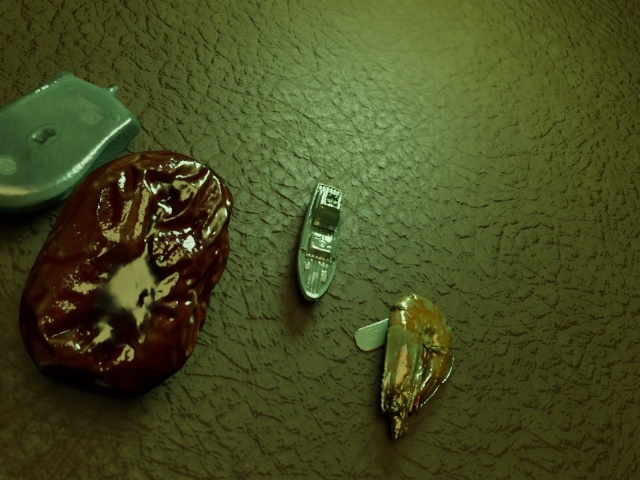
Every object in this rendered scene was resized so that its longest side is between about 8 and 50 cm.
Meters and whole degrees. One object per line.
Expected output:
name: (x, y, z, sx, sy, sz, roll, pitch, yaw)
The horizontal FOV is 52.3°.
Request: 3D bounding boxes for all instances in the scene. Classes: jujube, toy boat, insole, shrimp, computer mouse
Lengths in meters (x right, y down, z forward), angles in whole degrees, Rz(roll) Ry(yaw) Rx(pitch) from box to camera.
jujube: (-0.284, 0.041, 0.992, 0.276, 0.276, 0.377, 20, 58, -8)
toy boat: (0.000, 0.000, 1.228, 0.078, 0.085, 0.261, 17, 55, -11)
insole: (0.145, 0.166, 1.229, 0.188, 0.004, 0.064, -13, 64, -27)
shrimp: (0.169, 0.226, 1.168, 0.154, 0.062, 0.294, 32, 55, -14)
computer mouse: (-0.468, -0.162, 1.132, 0.188, 0.122, 0.371, 34, 47, -2)
